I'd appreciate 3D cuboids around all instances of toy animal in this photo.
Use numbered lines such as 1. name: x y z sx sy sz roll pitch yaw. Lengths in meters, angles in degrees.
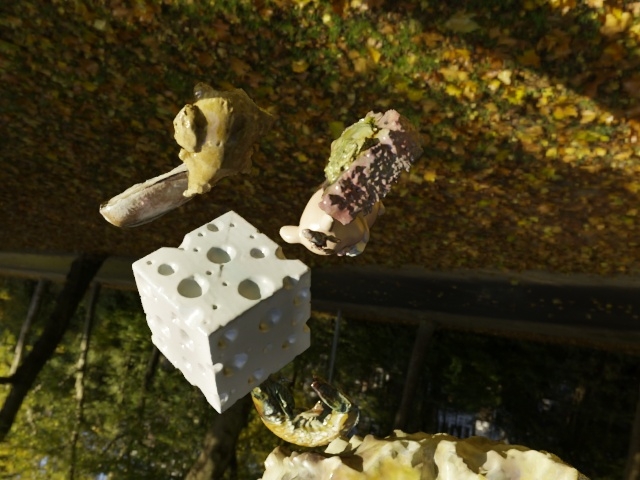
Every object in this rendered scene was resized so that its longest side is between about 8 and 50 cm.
1. toy animal: 0.048 -0.053 1.595 0.195 0.256 0.213 -21 121 39

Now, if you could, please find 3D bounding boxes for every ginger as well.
1. ginger: -0.230 -0.207 1.248 0.219 0.270 0.123 25 -172 -42

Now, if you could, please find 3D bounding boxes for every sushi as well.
1. sushi: 0.069 -0.140 1.045 0.107 0.241 0.161 43 172 -22

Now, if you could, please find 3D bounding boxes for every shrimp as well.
1. shrimp: 0.001 0.004 1.068 0.093 0.038 0.029 16 172 -34
2. shrimp: -0.061 0.410 1.487 0.272 0.085 0.444 -15 126 21

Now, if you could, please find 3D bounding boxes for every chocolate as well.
1. chocolate: -0.404 -0.119 1.461 0.303 0.100 0.185 -30 -166 -10

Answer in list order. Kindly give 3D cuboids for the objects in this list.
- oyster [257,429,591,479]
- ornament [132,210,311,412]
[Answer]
1. oyster: 0.035 0.237 0.424 0.352 0.237 0.114 -16 132 4
2. ornament: -0.184 0.133 1.125 0.240 0.239 0.239 35 142 31
